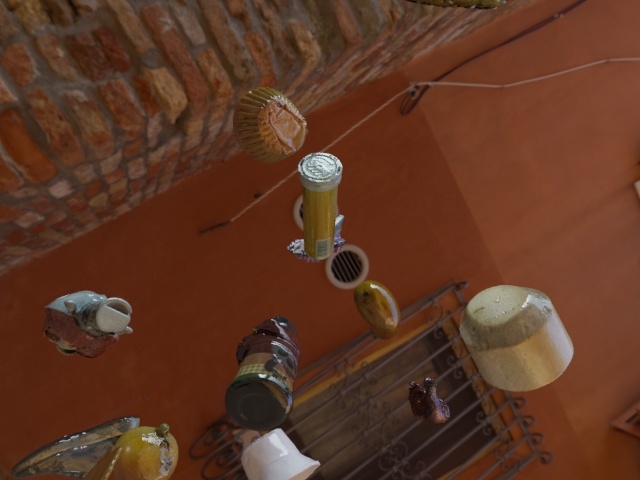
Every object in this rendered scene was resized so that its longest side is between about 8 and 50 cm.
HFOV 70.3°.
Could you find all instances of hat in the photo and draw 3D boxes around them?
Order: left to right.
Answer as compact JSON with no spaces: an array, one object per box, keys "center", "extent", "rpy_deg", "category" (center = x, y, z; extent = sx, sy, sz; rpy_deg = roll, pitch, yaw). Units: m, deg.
[{"center":[-0.109,0.529,1.072],"extent":[0.126,0.203,0.203],"rpy_deg":[53,-14,26],"category":"hat"}]

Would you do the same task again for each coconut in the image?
[{"center":[0.409,0.210,0.954],"extent":[0.222,0.202,0.202],"rpy_deg":[56,-9,-18],"category":"coconut"}]

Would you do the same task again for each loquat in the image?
[{"center":[-0.460,0.569,1.202],"extent":[0.172,0.205,0.149],"rpy_deg":[36,8,-10],"category":"loquat"}]

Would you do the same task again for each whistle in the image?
[{"center":[-0.438,0.157,0.867],"extent":[0.346,0.133,0.142],"rpy_deg":[-17,-70,51],"category":"whistle"}]

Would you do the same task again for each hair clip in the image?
[{"center":[0.000,0.000,1.264],"extent":[0.106,0.292,0.085],"rpy_deg":[24,-62,21],"category":"hair clip"}]

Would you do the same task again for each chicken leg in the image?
[{"center":[0.205,0.311,0.871],"extent":[0.093,0.053,0.205],"rpy_deg":[61,-17,18],"category":"chicken leg"}]

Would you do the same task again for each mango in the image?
[{"center":[0.159,0.197,1.247],"extent":[0.136,0.099,0.228],"rpy_deg":[37,-23,42],"category":"mango"}]

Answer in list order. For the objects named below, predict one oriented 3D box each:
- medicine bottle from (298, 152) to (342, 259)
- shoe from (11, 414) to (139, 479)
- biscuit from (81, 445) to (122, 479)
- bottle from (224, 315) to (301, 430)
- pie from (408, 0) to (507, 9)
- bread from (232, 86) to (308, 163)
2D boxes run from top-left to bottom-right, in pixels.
[{"center":[-0.003,-0.053,0.831],"extent":[0.074,0.073,0.218],"rpy_deg":[53,-23,33],"category":"medicine bottle"},{"center":[-0.683,0.641,1.313],"extent":[0.132,0.336,0.171],"rpy_deg":[-32,-106,60],"category":"shoe"},{"center":[-0.339,0.374,0.558],"extent":[0.013,0.232,0.237],"rpy_deg":[42,1,-12],"category":"biscuit"},{"center":[-0.112,0.256,0.967],"extent":[0.271,0.143,0.156],"rpy_deg":[-77,179,-66],"category":"bottle"},{"center":[0.088,-0.424,0.578],"extent":[0.418,0.394,0.181],"rpy_deg":[-83,-177,-55],"category":"pie"},{"center":[-0.159,-0.358,1.418],"extent":[0.139,0.240,0.240],"rpy_deg":[12,-46,51],"category":"bread"}]
